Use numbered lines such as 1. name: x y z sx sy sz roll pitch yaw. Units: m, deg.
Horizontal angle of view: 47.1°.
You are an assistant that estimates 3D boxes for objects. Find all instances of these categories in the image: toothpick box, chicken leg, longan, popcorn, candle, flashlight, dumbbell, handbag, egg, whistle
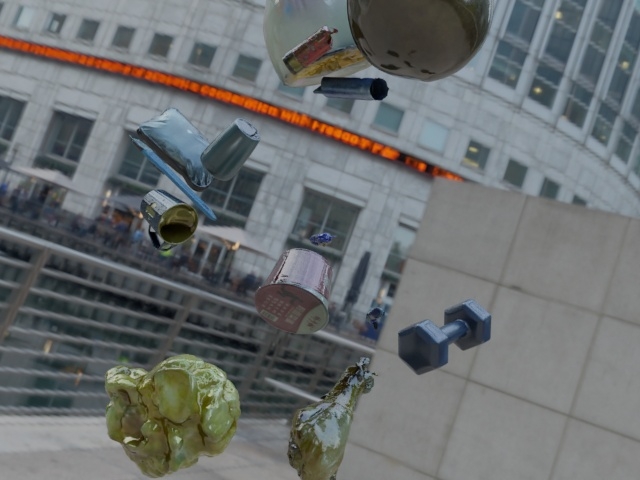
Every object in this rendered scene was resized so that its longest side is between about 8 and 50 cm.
1. toothpick box: -0.272 -0.282 2.249 0.120 0.184 0.120 34 28 -21
2. chicken leg: 0.042 0.497 2.075 0.201 0.429 0.153 37 -44 3
3. longan: 0.200 -0.480 1.497 0.319 0.319 0.319 19 -6 2
4. popcorn: -0.360 0.425 1.828 0.334 0.292 0.293 -19 -17 11
5. candle: -0.017 -0.405 1.549 0.052 0.131 0.052 48 21 -25
6. flashlight: 0.000 0.000 1.930 0.057 0.035 0.121 -11 1 -19
7. dumbbell: 0.371 0.281 2.169 0.325 0.144 0.160 -14 -11 -45
8. handbag: -0.448 -0.305 2.468 0.332 0.191 0.075 43 -42 4
9. egg: 0.005 -0.626 1.990 0.354 0.340 0.354 -17 0 0
10. whistle: 0.073 -0.410 1.974 0.062 0.062 0.304 23 -1 -32

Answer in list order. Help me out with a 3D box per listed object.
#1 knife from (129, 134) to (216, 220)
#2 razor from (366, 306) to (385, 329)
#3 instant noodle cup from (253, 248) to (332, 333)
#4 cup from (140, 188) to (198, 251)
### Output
1. knife: -0.365 -0.153 1.816 0.296 0.026 0.044 45 2 3
2. razor: 0.106 0.149 1.443 0.028 0.044 0.154 -1 -11 -2
3. instant noodle cup: -0.068 0.148 2.253 0.235 0.178 0.235 11 -42 10
4. cup: -0.470 -0.060 2.220 0.131 0.176 0.155 13 17 -44
